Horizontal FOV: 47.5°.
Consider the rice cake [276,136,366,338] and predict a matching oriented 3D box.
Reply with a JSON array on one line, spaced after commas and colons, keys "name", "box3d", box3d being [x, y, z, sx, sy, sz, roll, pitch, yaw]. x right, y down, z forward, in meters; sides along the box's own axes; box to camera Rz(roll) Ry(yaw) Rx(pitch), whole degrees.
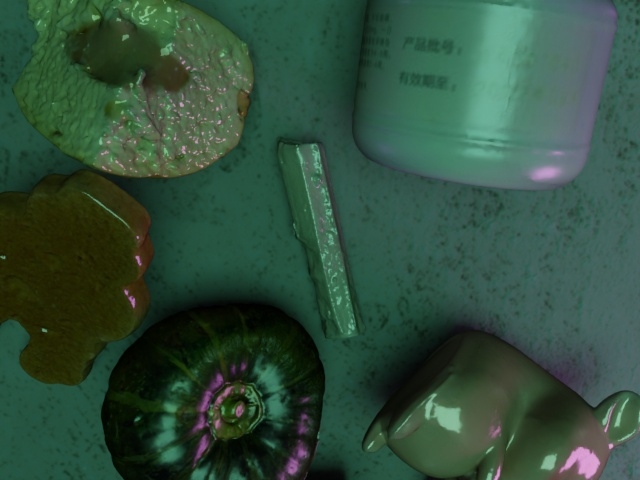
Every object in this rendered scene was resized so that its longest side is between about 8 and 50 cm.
[{"name": "rice cake", "box3d": [0.000, 0.000, 0.864, 0.057, 0.052, 0.256, -5, 108, 27]}]

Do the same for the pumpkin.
[{"name": "pumpkin", "box3d": [-0.124, 0.192, 0.843, 0.260, 0.189, 0.260, 2, 85, -27]}]

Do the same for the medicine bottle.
[{"name": "medicine bottle", "box3d": [0.165, -0.217, 0.718, 0.241, 0.241, 0.301, 6, 105, -6]}]

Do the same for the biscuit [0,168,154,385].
[{"name": "biscuit", "box3d": [-0.285, 0.042, 0.784, 0.202, 0.047, 0.334, 37, 131, -12]}]

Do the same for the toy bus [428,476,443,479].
[{"name": "toy bus", "box3d": [0.177, 0.398, 0.964, 0.108, 0.096, 0.198, 11, 102, -4]}]

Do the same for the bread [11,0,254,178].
[{"name": "bread", "box3d": [-0.189, -0.165, 0.789, 0.211, 0.224, 0.183, 9, 101, -50]}]

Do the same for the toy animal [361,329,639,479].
[{"name": "toy animal", "box3d": [0.212, 0.224, 0.857, 0.256, 0.213, 0.195, 38, 143, -3]}]
